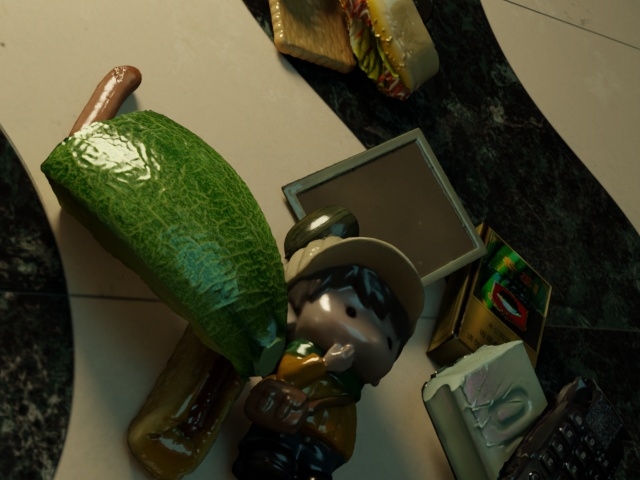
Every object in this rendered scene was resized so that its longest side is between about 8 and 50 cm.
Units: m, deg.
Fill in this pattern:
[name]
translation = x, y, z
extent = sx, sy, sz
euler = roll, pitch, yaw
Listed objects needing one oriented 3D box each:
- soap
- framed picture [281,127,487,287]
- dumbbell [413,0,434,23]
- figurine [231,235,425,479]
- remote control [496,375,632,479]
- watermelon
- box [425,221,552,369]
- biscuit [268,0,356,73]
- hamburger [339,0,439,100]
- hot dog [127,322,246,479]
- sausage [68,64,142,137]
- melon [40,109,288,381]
[soap]
translation = 0.246, 0.276, 1.603
extent = 0.150, 0.094, 0.262
euler = -24, 92, -35
[framed picture]
translation = 0.093, -0.024, 1.693
extent = 0.274, 0.017, 0.217
euler = -24, 84, -36
[dumbbell]
translation = 0.141, -0.377, 1.977
extent = 0.147, 0.069, 0.069
euler = -31, 90, -52
[figurine]
translation = -0.003, 0.147, 1.443
extent = 0.185, 0.204, 0.332
euler = 38, 72, -25
[remote control]
translation = 0.257, 0.327, 1.501
extent = 0.399, 0.062, 0.145
euler = -43, 103, -38
[watermelon]
translation = 0.000, 0.000, 1.572
extent = 0.110, 0.078, 0.078
euler = -34, 92, -17
[box]
translation = 0.249, 0.112, 1.776
extent = 0.159, 0.071, 0.240
euler = 39, 44, -17
[biscuit]
translation = -0.027, -0.372, 1.828
extent = 0.160, 0.030, 0.250
euler = 11, 59, -43
[hamburger]
translation = 0.099, -0.317, 1.839
extent = 0.210, 0.116, 0.173
euler = 61, 8, -17
[hot dog]
translation = -0.129, 0.158, 1.348
extent = 0.084, 0.073, 0.242
euler = 49, 40, -19
[sausage]
translation = -0.257, -0.153, 1.439
extent = 0.043, 0.043, 0.186
euler = 41, 42, -20
[melon]
translation = -0.143, 0.001, 1.335
extent = 0.323, 0.124, 0.196
euler = 45, 45, 16
